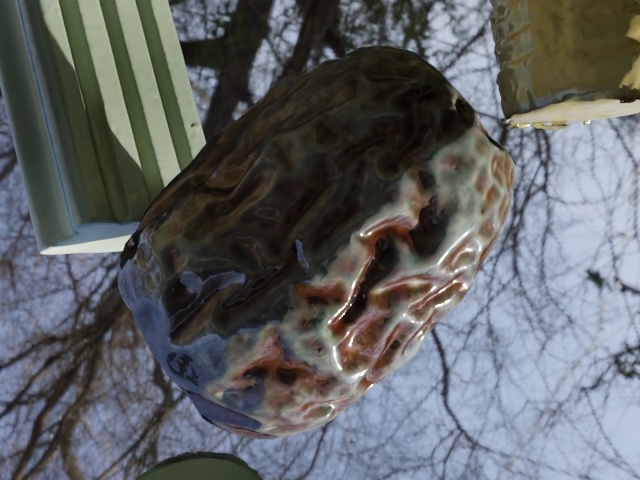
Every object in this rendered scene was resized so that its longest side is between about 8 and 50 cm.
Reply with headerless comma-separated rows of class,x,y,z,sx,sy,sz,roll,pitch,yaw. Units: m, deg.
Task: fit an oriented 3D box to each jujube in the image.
jujube,0.000,0.000,0.725,0.226,0.317,0.226,49,179,1

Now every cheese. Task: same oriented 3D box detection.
cheese,0.175,-0.165,0.645,0.123,0.167,0.094,-5,177,43

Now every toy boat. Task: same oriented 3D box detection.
toy boat,-0.136,0.291,0.967,0.134,0.079,0.208,32,-157,19

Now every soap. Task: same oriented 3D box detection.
soap,-0.196,-0.126,0.853,0.160,0.087,0.265,-4,-106,-49
